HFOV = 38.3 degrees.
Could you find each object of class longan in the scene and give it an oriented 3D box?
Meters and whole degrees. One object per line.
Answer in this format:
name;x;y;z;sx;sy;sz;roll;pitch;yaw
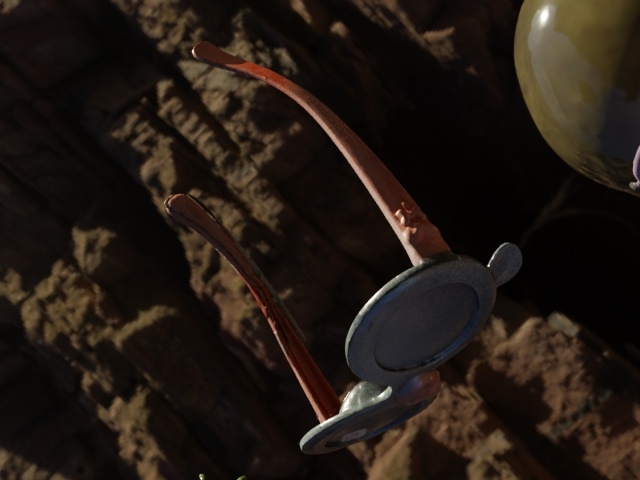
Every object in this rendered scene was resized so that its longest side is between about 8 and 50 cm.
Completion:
longan;0.413;-0.223;1.150;0.361;0.361;0.361;45;-176;-4

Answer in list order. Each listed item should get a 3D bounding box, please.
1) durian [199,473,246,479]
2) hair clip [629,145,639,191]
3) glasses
durian;-0.033;0.231;0.468;0.137;0.220;0.096;-15;150;42
hair clip;0.430;-0.156;0.815;0.095;0.358;0.110;48;-161;15
glasses;0.000;0.000;0.644;0.268;0.118;0.234;59;152;27
